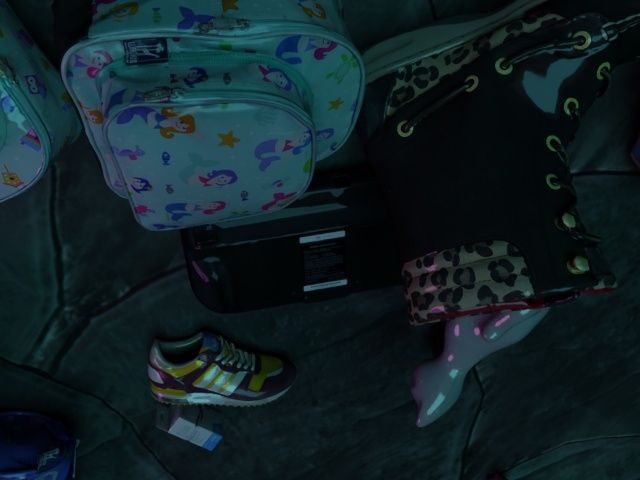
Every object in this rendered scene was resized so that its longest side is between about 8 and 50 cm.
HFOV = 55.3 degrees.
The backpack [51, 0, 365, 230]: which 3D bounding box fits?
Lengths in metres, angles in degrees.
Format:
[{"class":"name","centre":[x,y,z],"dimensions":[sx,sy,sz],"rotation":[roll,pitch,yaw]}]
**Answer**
[{"class":"backpack","centre":[-0.085,-0.132,0.550],"dimensions":[0.253,0.191,0.225],"rotation":[-14,155,-13]}]

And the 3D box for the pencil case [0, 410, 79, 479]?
[{"class":"pencil case","centre":[-0.372,0.356,0.764],"dimensions":[0.133,0.119,0.306],"rotation":[-5,116,-32]}]

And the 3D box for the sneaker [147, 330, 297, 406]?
[{"class":"sneaker","centre":[-0.118,0.155,0.756],"dimensions":[0.185,0.070,0.084],"rotation":[-2,120,-13]}]

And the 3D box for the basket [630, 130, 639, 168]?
[{"class":"basket","centre":[0.494,-0.157,0.660],"dimensions":[0.254,0.201,0.289],"rotation":[-3,145,-12]}]

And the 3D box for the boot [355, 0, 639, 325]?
[{"class":"boot","centre":[0.218,-0.088,0.570],"dimensions":[0.377,0.138,0.284],"rotation":[-12,75,12]}]

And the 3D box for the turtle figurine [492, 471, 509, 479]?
[{"class":"turtle figurine","centre":[0.252,0.494,0.971],"dimensions":[0.234,0.118,0.175],"rotation":[-53,130,-4]}]

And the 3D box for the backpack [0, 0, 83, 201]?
[{"class":"backpack","centre":[-0.317,-0.121,0.536],"dimensions":[0.165,0.144,0.188],"rotation":[-24,126,22]}]

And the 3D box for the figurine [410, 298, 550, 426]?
[{"class":"figurine","centre":[0.186,0.112,0.740],"dimensions":[0.092,0.215,0.209],"rotation":[35,111,13]}]

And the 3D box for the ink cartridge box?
[{"class":"ink cartridge box","centre":[-0.169,0.232,0.791],"dimensions":[0.083,0.048,0.028],"rotation":[33,104,-24]}]

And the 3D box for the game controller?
[{"class":"game controller","centre":[0.000,0.000,0.726],"dimensions":[0.319,0.067,0.167],"rotation":[-8,130,-8]}]
